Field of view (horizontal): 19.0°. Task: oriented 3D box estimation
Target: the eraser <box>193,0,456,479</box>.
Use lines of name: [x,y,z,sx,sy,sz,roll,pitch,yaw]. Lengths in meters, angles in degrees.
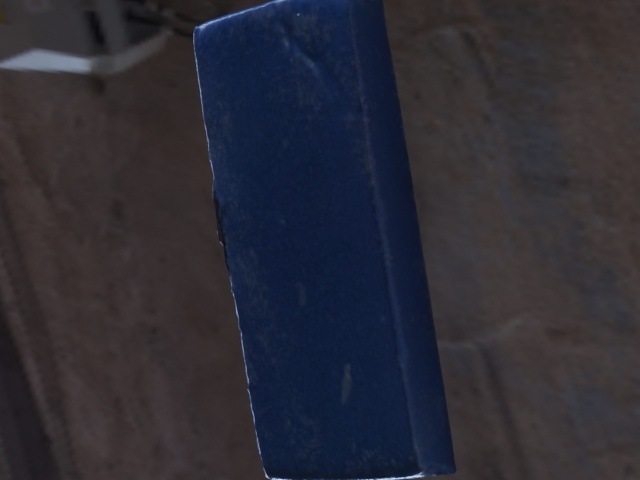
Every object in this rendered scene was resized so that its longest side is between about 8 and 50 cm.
eraser: [0.000,0.000,1.224,0.042,0.144,0.312,-11,-87,-47]
